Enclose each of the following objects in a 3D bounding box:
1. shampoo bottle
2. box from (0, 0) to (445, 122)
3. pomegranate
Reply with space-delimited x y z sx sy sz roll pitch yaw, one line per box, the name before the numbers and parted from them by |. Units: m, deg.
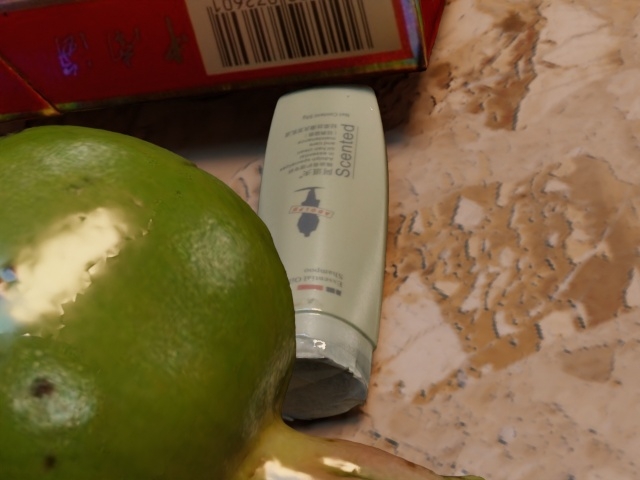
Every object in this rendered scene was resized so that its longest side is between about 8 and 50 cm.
shampoo bottle | 0.000 0.000 0.895 0.072 0.049 0.212 -4 44 7
box | -0.080 -0.162 1.033 0.313 0.089 0.197 -5 32 15
pomegranate | -0.079 0.086 0.726 0.301 0.236 0.236 30 56 8
